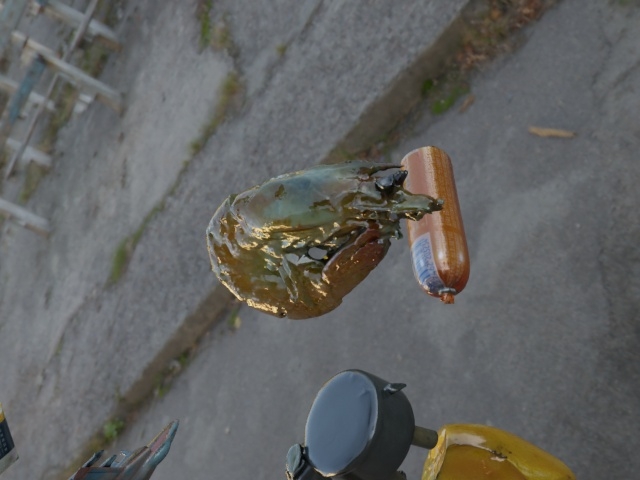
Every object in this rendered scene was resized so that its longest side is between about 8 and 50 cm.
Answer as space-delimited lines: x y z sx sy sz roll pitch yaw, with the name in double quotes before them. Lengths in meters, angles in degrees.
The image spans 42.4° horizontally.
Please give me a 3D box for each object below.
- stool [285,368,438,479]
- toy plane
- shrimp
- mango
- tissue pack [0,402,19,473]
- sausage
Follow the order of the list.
"stool" 0.053 0.282 1.184 0.228 0.139 0.153 -30 42 41
"toy plane" -0.350 0.426 1.447 0.104 0.223 0.326 0 32 22
"shrimp" 0.001 0.000 0.630 0.217 0.115 0.051 -17 18 34
"mango" 0.313 0.406 1.420 0.138 0.257 0.187 -75 6 -54
"tissue pack" -0.408 0.246 1.002 0.042 0.083 0.062 -2 19 23
"sausage" 0.141 -0.015 1.017 0.071 0.071 0.234 -45 32 37
